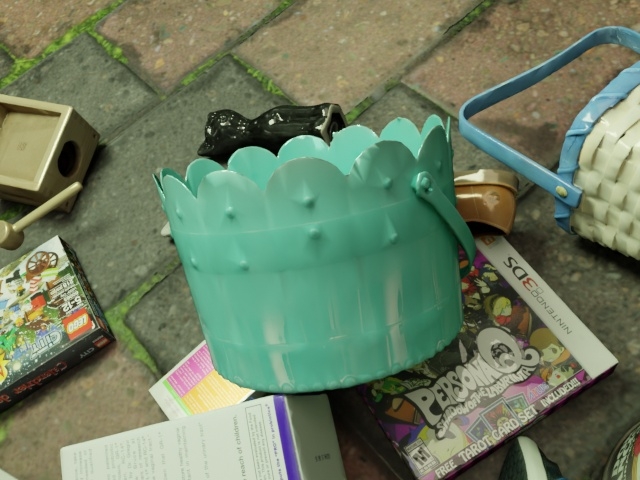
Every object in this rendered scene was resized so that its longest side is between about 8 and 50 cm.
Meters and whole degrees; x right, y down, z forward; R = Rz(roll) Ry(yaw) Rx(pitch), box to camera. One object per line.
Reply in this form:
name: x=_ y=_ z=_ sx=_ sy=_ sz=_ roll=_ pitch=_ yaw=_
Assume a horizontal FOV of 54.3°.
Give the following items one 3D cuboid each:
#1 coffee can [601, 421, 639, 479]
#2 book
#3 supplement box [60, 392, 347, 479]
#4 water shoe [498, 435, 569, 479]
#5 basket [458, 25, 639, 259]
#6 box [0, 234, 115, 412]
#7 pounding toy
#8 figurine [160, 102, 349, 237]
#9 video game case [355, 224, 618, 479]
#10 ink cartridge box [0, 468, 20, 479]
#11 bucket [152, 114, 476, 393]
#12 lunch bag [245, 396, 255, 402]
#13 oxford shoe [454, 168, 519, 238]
coffee can: x=0.335 y=0.186 z=0.444 sx=0.202 sy=0.275 sz=0.201 roll=-5 pitch=60 yaw=9
book: x=-0.109 y=0.151 z=0.700 sx=0.144 sy=0.035 sz=0.096 roll=-41 pitch=58 yaw=-12
supplement box: x=-0.100 y=0.212 z=0.548 sx=0.220 sy=0.111 sz=0.113 roll=-18 pitch=72 yaw=14
water shoe: x=0.205 y=0.247 z=0.521 sx=0.080 sy=0.072 sz=0.203 roll=16 pitch=20 yaw=-1
basket: x=0.325 y=-0.114 z=0.656 sx=0.255 sy=0.201 sz=0.289 roll=-30 pitch=55 yaw=-12
box: x=-0.390 y=0.118 z=0.769 sx=0.233 sy=0.044 sz=0.159 roll=-33 pitch=60 yaw=-7
pounding toy: x=-0.384 y=-0.077 z=0.855 sx=0.181 sy=0.094 sz=0.205 roll=12 pitch=74 yaw=12
figurine: x=-0.092 y=-0.081 z=0.802 sx=0.210 sy=0.092 sz=0.214 roll=8 pitch=64 yaw=25
video game case: x=0.146 y=0.113 z=0.660 sx=0.232 sy=0.041 sz=0.210 roll=-31 pitch=58 yaw=-6
ink cartridge box: x=-0.363 y=0.362 z=0.617 sx=0.297 sy=0.066 sz=0.261 roll=19 pitch=92 yaw=21
bucket: x=0.000 y=0.000 z=0.568 sx=0.281 sy=0.281 sz=0.183 roll=-9 pitch=103 yaw=7
lunch bag: x=-0.061 y=0.211 z=0.634 sx=0.098 sy=0.067 sz=0.065 roll=34 pitch=73 yaw=25
oxford shoe: x=0.113 y=-0.026 z=0.703 sx=0.212 sy=0.076 sz=0.076 roll=-6 pitch=68 yaw=35
